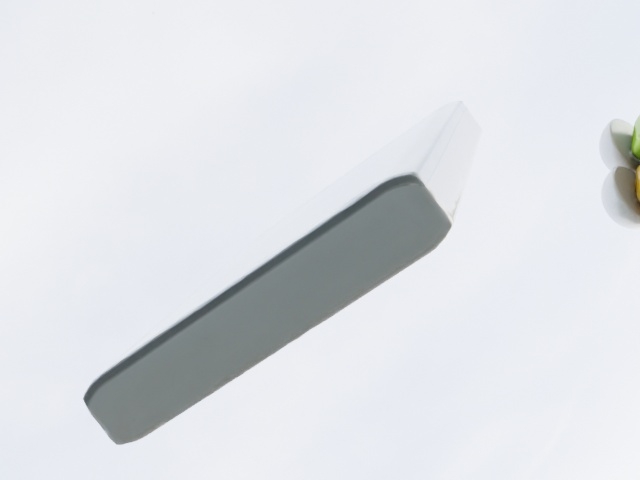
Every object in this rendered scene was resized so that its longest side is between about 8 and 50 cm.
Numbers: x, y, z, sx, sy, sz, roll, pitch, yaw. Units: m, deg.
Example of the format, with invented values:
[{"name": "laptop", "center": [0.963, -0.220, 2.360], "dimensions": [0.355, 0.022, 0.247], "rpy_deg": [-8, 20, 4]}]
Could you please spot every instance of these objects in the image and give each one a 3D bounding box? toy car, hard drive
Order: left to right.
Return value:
[{"name": "hard drive", "center": [0.000, 0.000, 0.702], "dimensions": [0.233, 0.353, 0.047], "rpy_deg": [-34, -85, 17]}, {"name": "toy car", "center": [0.393, -0.086, 1.078], "dimensions": [0.136, 0.182, 0.159], "rpy_deg": [31, -47, -18]}]
